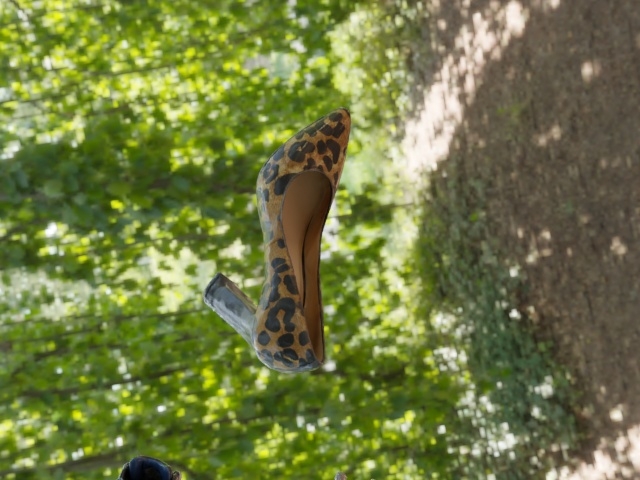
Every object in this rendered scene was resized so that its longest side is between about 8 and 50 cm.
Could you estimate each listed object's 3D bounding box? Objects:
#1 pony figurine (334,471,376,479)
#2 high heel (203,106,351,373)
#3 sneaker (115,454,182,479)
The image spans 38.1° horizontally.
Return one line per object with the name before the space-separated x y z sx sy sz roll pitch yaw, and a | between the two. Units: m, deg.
pony figurine | 0.027 0.434 0.804 0.363 0.302 0.351 -42 -74 -48
high heel | 0.000 0.000 0.928 0.093 0.261 0.186 29 -177 -43
sneaker | -0.099 0.160 0.565 0.135 0.052 0.058 73 -159 -83
